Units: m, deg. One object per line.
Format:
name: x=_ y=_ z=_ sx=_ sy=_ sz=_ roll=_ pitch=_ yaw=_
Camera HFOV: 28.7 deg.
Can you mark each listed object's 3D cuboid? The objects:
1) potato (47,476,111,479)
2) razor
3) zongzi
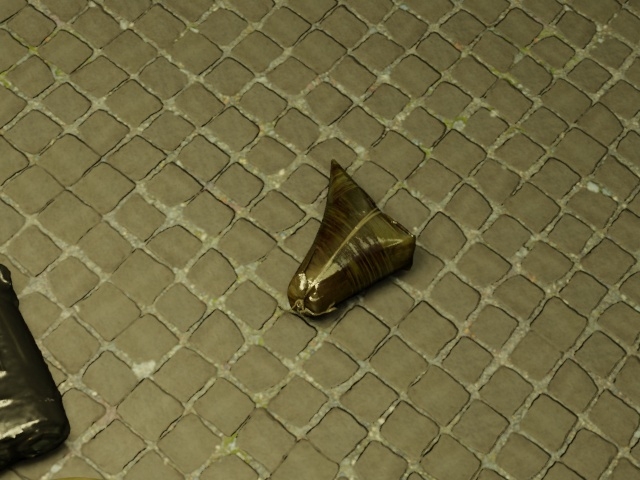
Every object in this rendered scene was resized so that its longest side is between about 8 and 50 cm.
potato: x=-0.292 y=0.474 z=1.613 sx=0.442 sy=0.385 sz=0.319 roll=-5 pitch=45 yaw=27
razor: x=-0.514 y=0.191 z=1.901 sx=0.189 sy=0.107 sz=0.327 roll=-18 pitch=64 yaw=-18
zongzi: x=0.000 y=0.000 z=2.107 sx=0.247 sy=0.111 sz=0.241 roll=-30 pitch=62 yaw=-21
